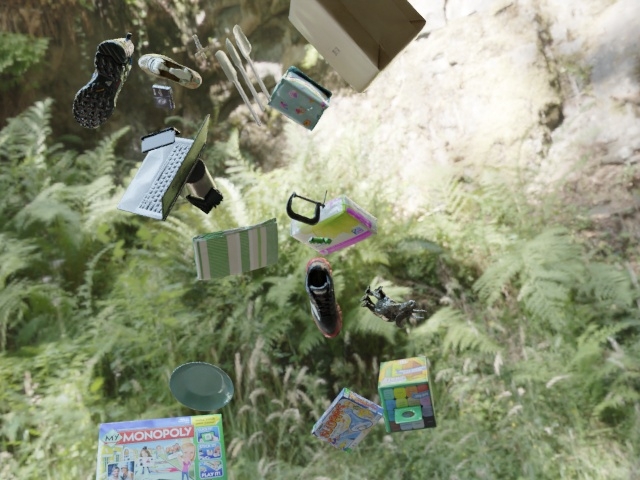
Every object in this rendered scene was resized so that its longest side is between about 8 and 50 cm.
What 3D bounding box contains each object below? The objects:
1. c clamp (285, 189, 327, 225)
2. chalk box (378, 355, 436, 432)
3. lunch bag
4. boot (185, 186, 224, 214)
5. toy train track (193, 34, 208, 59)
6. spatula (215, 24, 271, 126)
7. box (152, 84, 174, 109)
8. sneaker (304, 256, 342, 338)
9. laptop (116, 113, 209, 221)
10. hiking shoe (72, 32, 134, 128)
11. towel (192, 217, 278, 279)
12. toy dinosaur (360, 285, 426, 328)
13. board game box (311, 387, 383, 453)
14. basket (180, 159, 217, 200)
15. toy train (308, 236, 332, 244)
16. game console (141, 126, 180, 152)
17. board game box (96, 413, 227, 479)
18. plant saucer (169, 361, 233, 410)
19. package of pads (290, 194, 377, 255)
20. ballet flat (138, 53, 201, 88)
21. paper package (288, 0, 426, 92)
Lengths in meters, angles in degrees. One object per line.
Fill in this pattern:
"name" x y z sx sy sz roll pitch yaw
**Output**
"c clamp" -0.049 -0.122 1.968 0.161 0.137 0.022 12 -12 -35
"chalk box" 0.308 0.556 2.048 0.181 0.179 0.289 -10 9 9
"lunch bag" -0.076 -0.587 2.354 0.160 0.224 0.262 -53 11 28
"boot" -0.433 -0.162 2.178 0.099 0.045 0.121 -45 -58 11
"toy train track" -0.359 -0.576 1.722 0.048 0.083 0.014 -28 -11 14
"spatula" -0.200 -0.451 1.591 0.019 0.168 0.242 -10 -47 24
"box" -0.565 -0.516 2.079 0.067 0.018 0.083 11 -45 9
"sneaker" 0.007 0.193 1.899 0.098 0.275 0.135 -11 0 5
"laptop" -0.625 -0.300 2.262 0.408 0.381 0.236 14 -22 26
"hiking shoe" -0.627 -0.460 1.706 0.304 0.113 0.132 -49 14 29
"towel" -0.318 0.038 2.200 0.325 0.038 0.247 -15 -42 -18
"toy dinosaur" 0.224 0.235 2.007 0.121 0.160 0.313 -49 7 -12
"board game box" 0.079 0.538 1.715 0.201 0.136 0.035 -59 5 31
"basket" -0.565 -0.274 2.572 0.205 0.154 0.227 26 -16 0
"toy train" 0.000 0.000 1.887 0.083 0.017 0.023 3 -45 -28
"game console" -0.550 -0.339 1.993 0.122 0.071 0.107 -16 -5 4
"board game box" -0.409 0.567 1.495 0.318 0.213 0.046 0 -47 -17
"plant saucer" -0.356 0.431 1.739 0.195 0.194 0.037 -16 26 11
"package of pads" 0.049 -0.057 2.363 0.297 0.101 0.229 -24 -40 34
"ballet flat" -0.477 -0.539 1.814 0.206 0.073 0.067 17 5 -3
"paper package" 0.078 -0.561 1.480 0.168 0.309 0.325 -46 7 0
